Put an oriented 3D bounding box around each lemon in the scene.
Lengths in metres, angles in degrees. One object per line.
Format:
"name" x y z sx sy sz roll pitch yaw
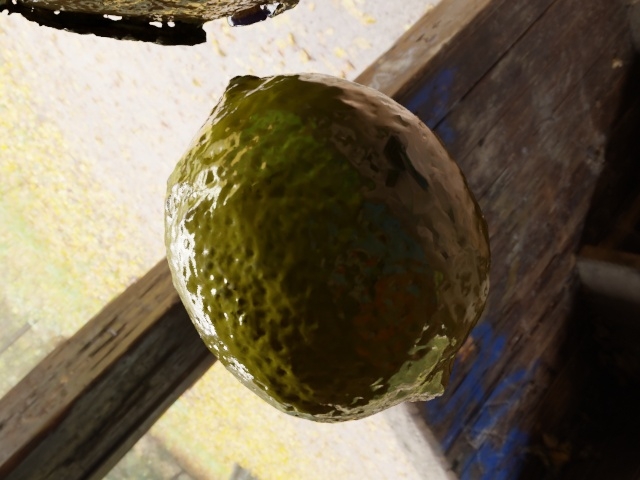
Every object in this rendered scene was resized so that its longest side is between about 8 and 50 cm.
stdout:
"lemon" 0.000 0.000 0.569 0.310 0.253 0.253 58 156 4

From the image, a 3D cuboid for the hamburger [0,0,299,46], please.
"hamburger" -0.154 -0.292 0.621 0.276 0.318 0.195 -1 88 52
